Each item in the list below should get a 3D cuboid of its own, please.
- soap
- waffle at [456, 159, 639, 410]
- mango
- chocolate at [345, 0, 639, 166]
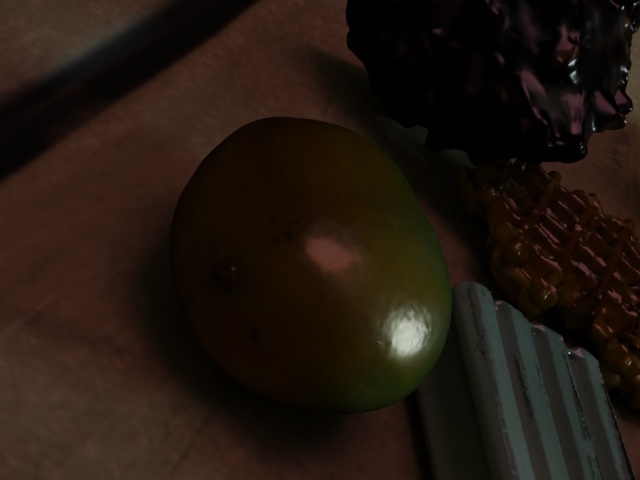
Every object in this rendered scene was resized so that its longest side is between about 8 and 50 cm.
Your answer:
[{"bbox_3d":[0.112,0.118,1.070,0.115,0.063,0.198,32,26,-23],"label":"soap"},{"bbox_3d":[0.193,0.032,1.347,0.229,0.051,0.231,20,30,-37],"label":"waffle"},{"bbox_3d":[0.000,0.000,1.046,0.156,0.114,0.251,29,27,-8],"label":"mango"},{"bbox_3d":[0.139,-0.109,1.353,0.206,0.224,0.177,63,14,-54],"label":"chocolate"}]
